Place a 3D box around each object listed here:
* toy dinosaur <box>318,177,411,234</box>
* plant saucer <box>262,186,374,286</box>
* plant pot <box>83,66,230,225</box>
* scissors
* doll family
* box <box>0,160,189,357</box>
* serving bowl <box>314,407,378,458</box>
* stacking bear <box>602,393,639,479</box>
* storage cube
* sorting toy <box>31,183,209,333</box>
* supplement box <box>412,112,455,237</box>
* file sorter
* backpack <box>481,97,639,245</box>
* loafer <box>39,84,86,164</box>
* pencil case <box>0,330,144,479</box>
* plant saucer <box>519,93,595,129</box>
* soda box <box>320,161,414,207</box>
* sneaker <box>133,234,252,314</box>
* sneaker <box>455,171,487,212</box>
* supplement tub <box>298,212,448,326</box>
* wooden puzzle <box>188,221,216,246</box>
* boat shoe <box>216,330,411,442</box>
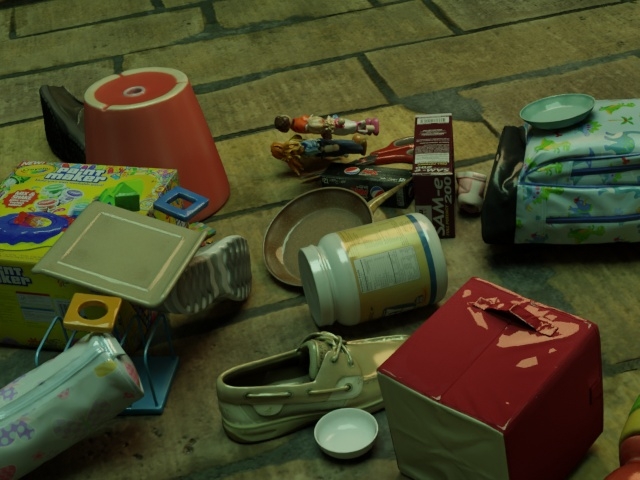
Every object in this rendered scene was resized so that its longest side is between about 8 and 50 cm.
[{"bbox_3d":[0.064,-0.033,1.718,0.112,0.064,0.211,20,59,28],"label":"toy dinosaur"},{"bbox_3d":[0.000,0.000,1.643,0.198,0.036,0.198,-13,51,17],"label":"plant saucer"},{"bbox_3d":[-0.325,-0.179,1.863,0.275,0.243,0.275,-5,32,3],"label":"plant pot"},{"bbox_3d":[0.099,-0.164,1.968,0.297,0.021,0.109,-10,33,-2],"label":"scissors"},{"bbox_3d":[-0.006,-0.183,1.898,0.163,0.118,0.263,-3,8,-23],"label":"doll family"},{"bbox_3d":[-0.398,0.021,1.593,0.290,0.177,0.279,4,36,14],"label":"box"},{"bbox_3d":[0.035,0.255,1.279,0.083,0.027,0.083,-5,30,3],"label":"serving bowl"},{"bbox_3d":[0.411,0.244,1.105,0.164,0.175,0.289,24,50,37],"label":"stacking bear"},{"bbox_3d":[0.207,0.194,1.175,0.183,0.215,0.193,22,48,38],"label":"storage cube"},{"bbox_3d":[-0.279,0.026,1.387,0.196,0.047,0.348,13,36,9],"label":"sorting toy"},{"bbox_3d":[0.204,-0.120,1.760,0.073,0.130,0.239,-2,32,9],"label":"supplement box"},{"bbox_3d":[-0.304,0.173,1.413,0.170,0.104,0.118,-2,32,8],"label":"file sorter"},{"bbox_3d":[0.461,-0.109,1.610,0.355,0.273,0.290,13,28,10],"label":"backpack"},{"bbox_3d":[-0.499,-0.231,2.114,0.130,0.134,0.366,-18,42,-26],"label":"loafer"},{"bbox_3d":[-0.363,0.220,1.268,0.273,0.124,0.113,-31,51,-7],"label":"pencil case"},{"bbox_3d":[0.379,-0.203,1.573,0.119,0.021,0.119,-13,25,6],"label":"plant saucer"},{"bbox_3d":[0.089,-0.104,1.832,0.169,0.053,0.060,8,33,23],"label":"soda box"},{"bbox_3d":[-0.194,0.050,1.527,0.115,0.105,0.281,-3,3,22],"label":"sneaker"},{"bbox_3d":[0.267,-0.085,1.773,0.051,0.070,0.134,10,2,0],"label":"sneaker"},{"bbox_3d":[0.078,0.047,1.498,0.199,0.144,0.144,-14,32,-11],"label":"supplement tub"},{"bbox_3d":[-0.223,-0.015,1.788,0.083,0.006,0.049,27,42,32],"label":"wooden puzzle"},{"bbox_3d":[0.007,0.180,1.340,0.302,0.098,0.109,-15,32,-13],"label":"boat shoe"}]
